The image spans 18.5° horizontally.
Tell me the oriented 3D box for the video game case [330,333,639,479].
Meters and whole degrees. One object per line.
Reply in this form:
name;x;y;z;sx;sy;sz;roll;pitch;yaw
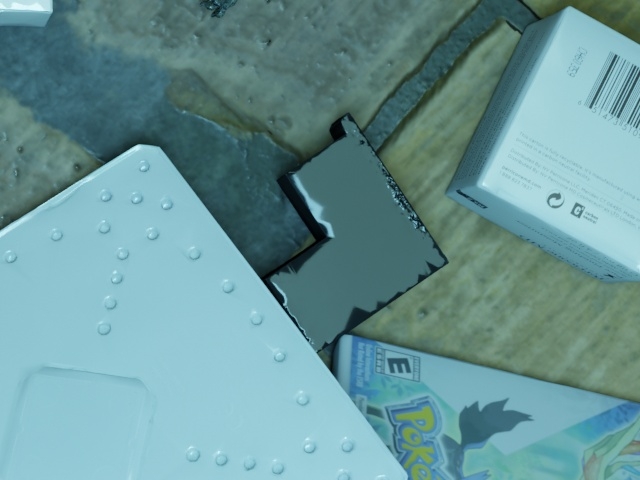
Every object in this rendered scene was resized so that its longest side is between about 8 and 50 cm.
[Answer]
video game case;0.147;0.243;1.637;0.300;0.036;0.329;14;47;-11

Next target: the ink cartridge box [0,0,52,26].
ink cartridge box;-0.271;-0.238;1.654;0.089;0.092;0.143;0;88;-11

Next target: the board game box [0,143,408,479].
board game box;-0.192;0.166;1.587;0.390;0.050;0.390;-34;66;-10

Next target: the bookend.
bookend;0.000;0.000;1.701;0.157;0.072;0.156;-35;93;-10

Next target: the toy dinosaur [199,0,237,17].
toy dinosaur;-0.101;-0.267;1.706;0.268;0.064;0.118;22;76;-12

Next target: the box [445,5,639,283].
box;0.236;-0.080;1.726;0.181;0.119;0.182;28;83;-8
